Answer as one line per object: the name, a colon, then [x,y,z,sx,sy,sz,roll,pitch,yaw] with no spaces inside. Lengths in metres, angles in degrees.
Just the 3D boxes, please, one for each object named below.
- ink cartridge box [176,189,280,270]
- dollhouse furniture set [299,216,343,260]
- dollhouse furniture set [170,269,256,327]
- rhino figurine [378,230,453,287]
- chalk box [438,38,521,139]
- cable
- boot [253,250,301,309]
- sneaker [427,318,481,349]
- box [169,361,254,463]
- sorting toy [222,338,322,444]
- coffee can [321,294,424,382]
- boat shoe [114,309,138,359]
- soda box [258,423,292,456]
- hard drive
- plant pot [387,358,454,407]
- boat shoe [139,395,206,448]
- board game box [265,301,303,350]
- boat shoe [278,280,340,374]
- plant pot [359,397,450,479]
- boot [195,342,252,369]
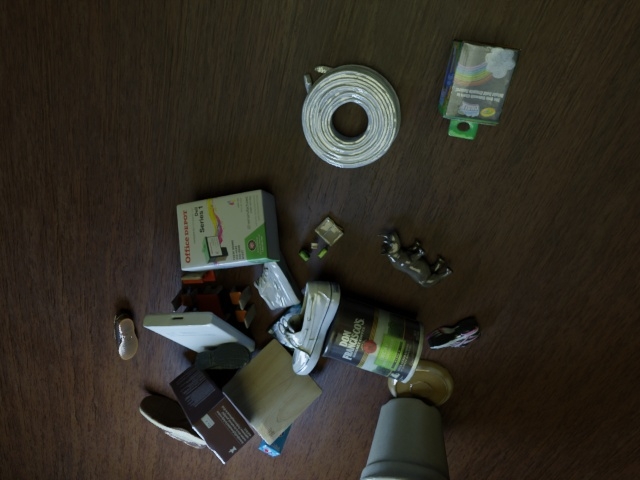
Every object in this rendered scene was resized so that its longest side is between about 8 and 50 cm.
ink cartridge box: [-0.273,-0.023,1.240,0.277,0.117,0.202,-8,83,14]
dollhouse furniture set: [0.000,0.000,1.300,0.076,0.058,0.152,44,97,-5]
dollhouse furniture set: [-0.380,0.198,1.407,0.261,0.135,0.260,-3,116,12]
rhino figurine: [0.270,0.055,1.251,0.243,0.073,0.106,35,115,-7]
chalk box: [0.362,-0.354,0.992,0.132,0.132,0.213,10,119,4]
cable: [0.079,-0.318,1.084,0.256,0.089,0.258,2,117,9]
boot: [-0.165,0.117,1.347,0.123,0.095,0.259,-19,113,11]
sneaker: [0.441,0.325,1.363,0.178,0.072,0.077,-25,121,27]
box: [-0.400,0.596,1.493,0.143,0.381,0.191,-38,112,-21]
sorting toy: [-0.171,0.537,1.511,0.257,0.089,0.255,-43,83,-9]
coffee can: [0.163,0.311,1.329,0.275,0.202,0.202,18,119,0]
boat shoe: [-0.751,0.361,1.603,0.073,0.073,0.207,32,122,37]
soda box: [-0.151,0.692,1.572,0.067,0.210,0.071,34,136,-7]
hard drive: [-0.393,0.318,1.411,0.232,0.047,0.353,-4,151,13]
plant pot: [0.361,0.528,1.501,0.236,0.032,0.237,4,117,7]
boat shoe: [-0.618,0.782,1.763,0.341,0.123,0.123,31,117,-13]
board game box: [-0.089,0.300,1.468,0.126,0.026,0.186,39,117,-11]
boat shoe: [-0.065,0.282,1.340,0.156,0.136,0.368,12,120,-16]
plant pot: [0.303,0.738,1.442,0.333,0.306,0.334,8,131,9]
boot: [-0.306,0.412,1.476,0.246,0.161,0.084,-15,70,29]
